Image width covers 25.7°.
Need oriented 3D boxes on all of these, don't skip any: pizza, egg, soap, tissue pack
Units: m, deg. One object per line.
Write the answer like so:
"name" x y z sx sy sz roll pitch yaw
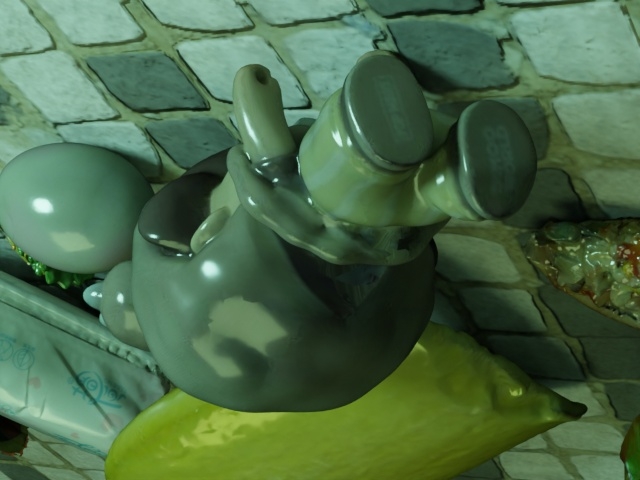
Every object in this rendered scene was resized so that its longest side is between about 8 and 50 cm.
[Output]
"pizza" 0.259 0.022 1.021 0.185 0.052 0.195 25 151 -21
"egg" -0.196 -0.026 1.125 0.135 0.103 0.103 14 152 8
"soap" 0.004 0.176 1.287 0.427 0.115 0.306 -29 146 28
"tissue pack" -0.300 0.111 1.383 0.271 0.124 0.201 27 169 -20

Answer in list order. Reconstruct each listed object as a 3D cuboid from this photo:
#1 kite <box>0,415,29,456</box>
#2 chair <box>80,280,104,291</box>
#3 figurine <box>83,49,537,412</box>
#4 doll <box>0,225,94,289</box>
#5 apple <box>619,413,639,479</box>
"kite" -0.439 0.124 1.429 0.327 0.013 0.377 29 -175 -8
"chair" -0.204 0.047 1.343 0.086 0.042 0.037 42 168 36
"figurine" 0.000 -0.001 0.944 0.248 0.203 0.380 -7 162 -27
"doll" -0.247 0.006 1.241 0.113 0.077 0.078 -3 155 34
"apple" 0.378 0.265 1.066 0.374 0.374 0.384 19 136 -3
